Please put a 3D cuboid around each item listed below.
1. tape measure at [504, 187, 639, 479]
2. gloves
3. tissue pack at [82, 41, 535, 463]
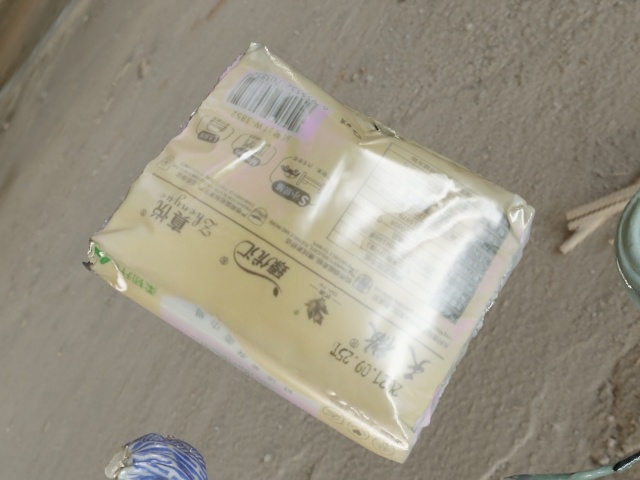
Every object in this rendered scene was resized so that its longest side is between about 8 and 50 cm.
[{"bbox_3d":[0.257,0.068,0.613,0.330,0.084,0.164,-47,35,6],"label":"tape measure"},{"bbox_3d":[-0.159,0.248,0.744,0.097,0.119,0.229,-20,14,-1],"label":"gloves"},{"bbox_3d":[0.000,0.000,0.554,0.215,0.257,0.123,-56,-11,-18],"label":"tissue pack"}]
